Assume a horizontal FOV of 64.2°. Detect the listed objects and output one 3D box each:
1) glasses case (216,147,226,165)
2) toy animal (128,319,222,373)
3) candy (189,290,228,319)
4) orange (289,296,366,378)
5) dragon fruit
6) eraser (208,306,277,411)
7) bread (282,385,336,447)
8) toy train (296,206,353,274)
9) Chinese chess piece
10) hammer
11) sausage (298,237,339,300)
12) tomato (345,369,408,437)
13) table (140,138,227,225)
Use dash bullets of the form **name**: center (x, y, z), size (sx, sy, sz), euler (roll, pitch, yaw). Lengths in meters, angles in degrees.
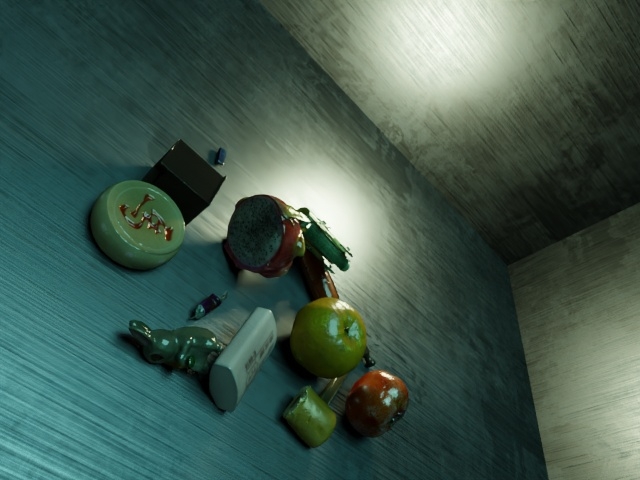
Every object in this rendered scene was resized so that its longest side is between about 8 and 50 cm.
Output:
- **glasses case**: center (-0.383, -0.320, 1.962), size (0.033, 0.023, 0.083), euler (38, 38, -36)
- **toy animal**: center (-0.401, 0.276, 1.357), size (0.251, 0.127, 0.125), euler (22, 73, -33)
- **candy**: center (-0.340, 0.196, 1.552), size (0.043, 0.045, 0.175), euler (43, 31, 6)
- **orange**: center (0.023, 0.334, 1.747), size (0.279, 0.235, 0.278), euler (17, 62, -36)
- **dragon fruit**: center (-0.173, -0.007, 1.747), size (0.189, 0.291, 0.290), euler (19, 48, -53)
- **eraser**: center (-0.220, 0.340, 1.488), size (0.095, 0.174, 0.270), euler (12, 31, 14)
- **bread**: center (-0.027, 0.552, 1.593), size (0.173, 0.085, 0.134), euler (47, 58, -11)
- **toy train**: center (-0.007, 0.005, 1.918), size (0.307, 0.126, 0.189), euler (45, -7, -35)
- **Chinese chess piece**: center (-0.520, -0.046, 1.471), size (0.273, 0.102, 0.273), euler (34, 39, -33)
- **hammer**: center (0.078, 0.492, 1.850), size (0.168, 0.044, 0.440), euler (56, 32, -3)
- **sausage**: center (-0.018, 0.123, 1.996), size (0.102, 0.102, 0.330), euler (1, 63, -53)
- **tomato**: center (0.189, 0.568, 1.786), size (0.232, 0.232, 0.188), euler (7, 28, -50)
- **table**: center (-0.443, -0.183, 1.630), size (0.193, 0.169, 0.172), euler (42, 35, -20)
